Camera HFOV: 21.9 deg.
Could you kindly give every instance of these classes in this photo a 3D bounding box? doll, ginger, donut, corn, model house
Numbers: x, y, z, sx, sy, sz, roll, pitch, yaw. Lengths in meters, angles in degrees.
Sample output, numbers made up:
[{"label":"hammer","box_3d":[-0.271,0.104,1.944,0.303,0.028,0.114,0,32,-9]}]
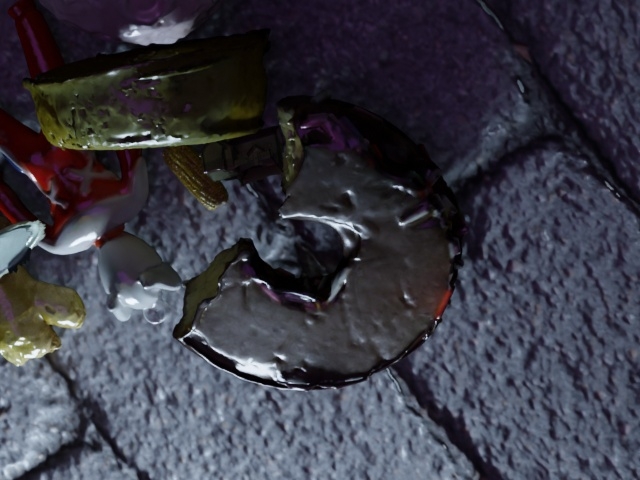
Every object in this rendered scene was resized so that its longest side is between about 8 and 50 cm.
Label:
[{"label":"doll","box_3d":[-0.278,-0.072,1.845,0.188,0.099,0.384,-30,90,16]},{"label":"ginger","box_3d":[-0.399,0.013,1.894,0.118,0.065,0.299,-41,95,2]},{"label":"donut","box_3d":[-0.170,-0.146,1.707,0.272,0.272,0.107,-8,99,11]},{"label":"corn","box_3d":[-0.139,-0.073,1.845,0.037,0.037,0.092,-40,92,15]},{"label":"donut","box_3d":[0.019,0.012,1.767,0.259,0.136,0.345,21,119,-12]},{"label":"model house","box_3d":[-0.086,-0.097,1.822,0.083,0.057,0.058,-16,61,14]}]

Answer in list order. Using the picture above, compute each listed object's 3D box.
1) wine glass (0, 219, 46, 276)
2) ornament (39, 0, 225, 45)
[{"label":"wine glass","box_3d":[-0.443,-0.089,1.796,0.143,0.143,0.321,-43,80,16]},{"label":"ornament","box_3d":[-0.196,-0.327,1.689,0.259,0.225,0.259,1,94,14]}]
